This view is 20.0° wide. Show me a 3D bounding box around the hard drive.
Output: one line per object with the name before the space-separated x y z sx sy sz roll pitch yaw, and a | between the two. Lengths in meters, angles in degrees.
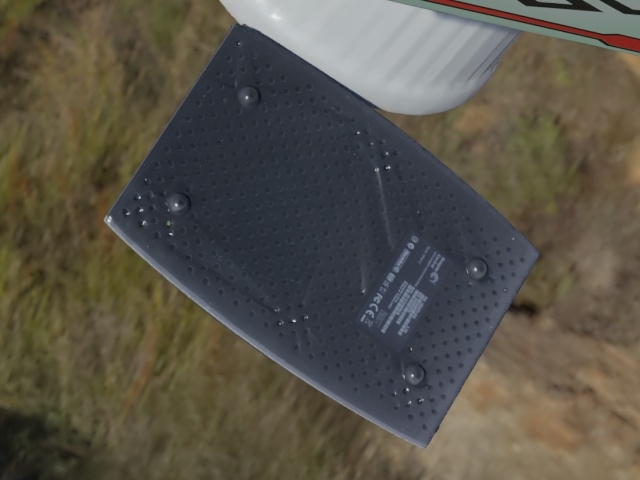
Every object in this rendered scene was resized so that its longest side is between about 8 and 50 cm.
hard drive | 0.000 0.000 1.156 0.254 0.054 0.172 36 74 -15

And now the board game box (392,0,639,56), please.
board game box | 0.151 -0.129 0.606 0.317 0.213 0.046 7 68 -35

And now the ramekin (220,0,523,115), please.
ramekin | 0.048 -0.234 1.213 0.277 0.135 0.277 22 47 -25
